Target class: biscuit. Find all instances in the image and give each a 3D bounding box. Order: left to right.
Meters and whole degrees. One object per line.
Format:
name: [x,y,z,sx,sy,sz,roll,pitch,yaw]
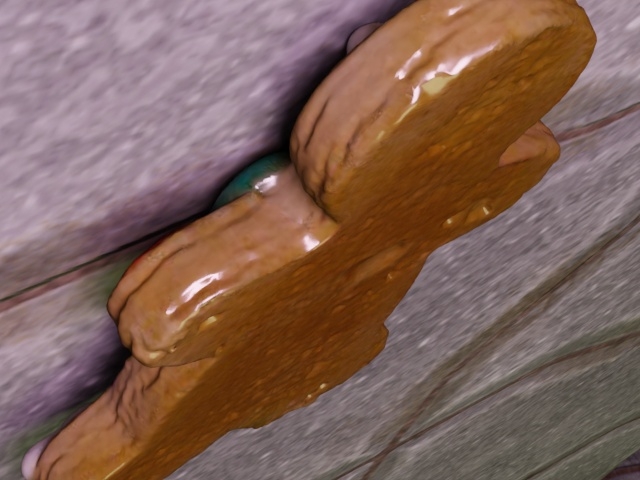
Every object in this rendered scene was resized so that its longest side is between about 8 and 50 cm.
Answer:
biscuit: [0.000,0.000,0.612,0.197,0.049,0.301,-27,163,-36]
